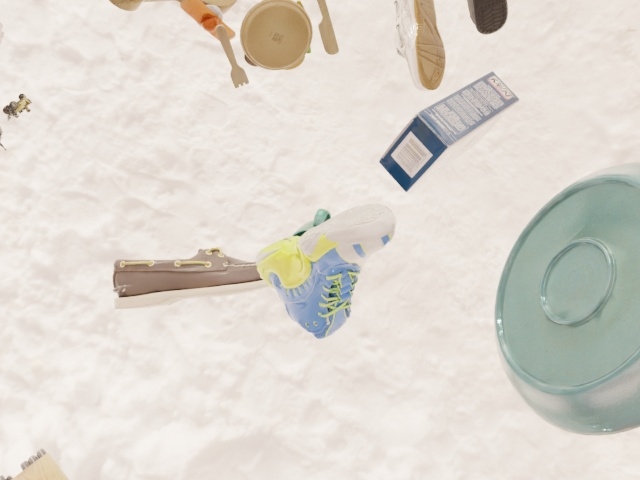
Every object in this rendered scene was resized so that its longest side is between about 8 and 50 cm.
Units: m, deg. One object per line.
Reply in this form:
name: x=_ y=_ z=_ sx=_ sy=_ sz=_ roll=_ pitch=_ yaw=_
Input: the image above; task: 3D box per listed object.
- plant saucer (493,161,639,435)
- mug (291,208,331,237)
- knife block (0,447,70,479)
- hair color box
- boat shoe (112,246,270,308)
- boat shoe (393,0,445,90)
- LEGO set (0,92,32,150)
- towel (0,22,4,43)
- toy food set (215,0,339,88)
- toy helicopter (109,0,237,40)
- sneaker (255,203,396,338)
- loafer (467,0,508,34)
plant saucer: x=0.297 y=0.052 z=0.634 sx=0.044 sy=0.317 sz=0.317 roll=21 pitch=105 yaw=-17
mug: x=0.003 y=0.009 z=1.319 sx=0.129 sy=0.097 sz=0.158 roll=47 pitch=120 yaw=-2
knife block: x=-0.492 y=0.447 z=1.026 sx=0.276 sy=0.242 sz=0.088 roll=-26 pitch=104 yaw=12
hair color box: x=0.306 y=-0.261 z=1.328 sx=0.105 sy=0.347 sz=0.174 roll=50 pitch=141 yaw=8
boat shoe: x=-0.226 y=0.062 z=1.065 sx=0.325 sy=0.116 sz=0.096 roll=-8 pitch=82 yaw=-3
boat shoe: x=0.220 y=-0.463 z=1.314 sx=0.096 sy=0.098 sz=0.277 roll=-20 pitch=67 yaw=49
LEGO set: x=-0.224 y=-0.064 z=0.382 sx=0.083 sy=0.054 sz=0.023 roll=-22 pitch=123 yaw=30
towel: x=-0.333 y=0.008 z=0.291 sx=0.053 sy=0.317 sz=0.331 roll=32 pitch=105 yaw=2
toy food set: x=-0.075 y=-0.345 z=0.954 sx=0.192 sy=0.038 sz=0.132 roll=-19 pitch=133 yaw=-1
toy helicopter: x=-0.316 y=-0.550 z=1.253 sx=0.140 sy=0.355 sz=0.235 roll=-25 pitch=97 yaw=43
sneaker: x=0.019 y=0.040 z=0.631 sx=0.240 sy=0.091 sz=0.126 roll=-18 pitch=99 yaw=59
loafer: x=0.273 y=-0.471 z=0.976 sx=0.080 sy=0.078 sz=0.220 roll=-16 pitch=129 yaw=-2
